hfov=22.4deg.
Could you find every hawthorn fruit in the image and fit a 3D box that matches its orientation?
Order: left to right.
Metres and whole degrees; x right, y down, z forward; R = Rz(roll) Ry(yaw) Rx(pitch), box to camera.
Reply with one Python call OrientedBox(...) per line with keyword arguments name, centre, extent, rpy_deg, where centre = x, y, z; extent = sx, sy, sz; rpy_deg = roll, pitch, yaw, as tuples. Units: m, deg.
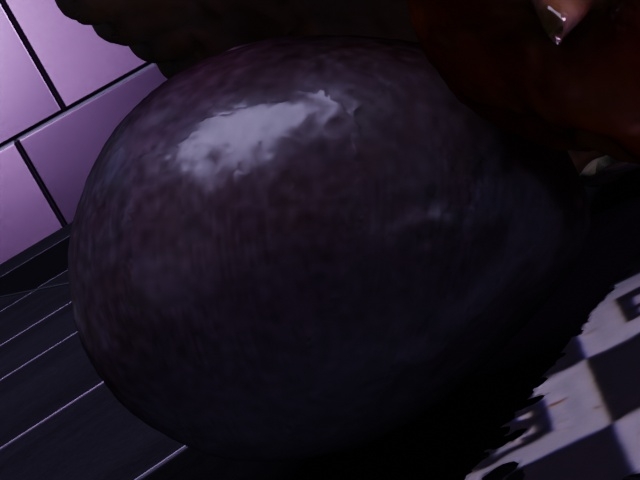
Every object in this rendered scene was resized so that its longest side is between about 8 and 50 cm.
OrientedBox(name="hawthorn fruit", centre=(0.101, -0.105, 0.465), extent=(0.179, 0.174, 0.173), rpy_deg=(-17, 4, -22))

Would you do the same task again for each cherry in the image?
OrientedBox(name="cherry", centre=(-0.001, -0.001, 0.550), extent=(0.176, 0.140, 0.176), rpy_deg=(-22, -21, -9))

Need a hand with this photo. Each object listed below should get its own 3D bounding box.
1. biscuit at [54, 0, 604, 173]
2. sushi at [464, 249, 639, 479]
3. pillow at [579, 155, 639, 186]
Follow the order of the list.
OrientedBox(name="biscuit", centre=(0.050, -0.108, 0.614), extent=(0.217, 0.044, 0.325), rpy_deg=(-40, -36, 16))
OrientedBox(name="sushi", centre=(0.190, -0.016, 0.368), extent=(0.264, 0.050, 0.290), rpy_deg=(-24, 9, 33))
OrientedBox(name="pillow", centre=(0.191, -0.082, 0.803), extent=(0.130, 0.033, 0.217), rpy_deg=(-33, 7, 27))
